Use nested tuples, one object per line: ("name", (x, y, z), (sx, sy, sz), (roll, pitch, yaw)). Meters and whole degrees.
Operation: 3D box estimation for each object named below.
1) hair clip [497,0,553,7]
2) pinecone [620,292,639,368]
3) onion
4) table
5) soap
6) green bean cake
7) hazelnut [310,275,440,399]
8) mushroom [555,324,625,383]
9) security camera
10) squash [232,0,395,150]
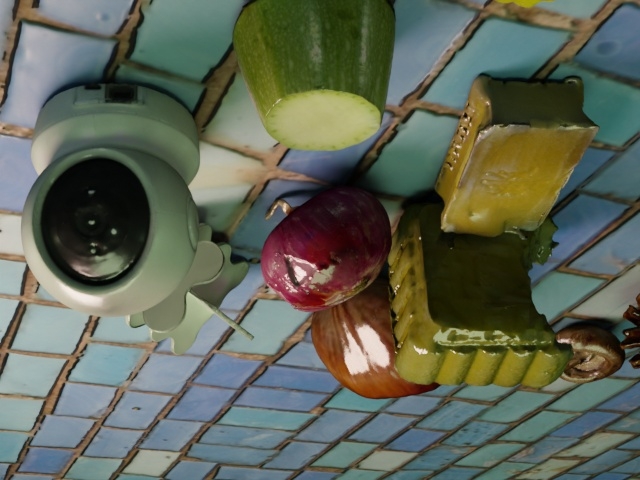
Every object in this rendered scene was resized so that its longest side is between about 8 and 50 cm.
("hair clip", (0.164, -0.259, 0.942), (0.173, 0.046, 0.072), (13, 150, -31))
("pinecone", (0.565, 0.151, 1.581), (0.208, 0.207, 0.207), (-3, 150, -2))
("onion", (0.007, 0.008, 1.279), (0.177, 0.153, 0.177), (-19, -178, 1))
("table", (-0.176, 0.069, 1.376), (0.166, 0.166, 0.198), (-11, 158, 12))
("soap", (0.224, -0.093, 1.205), (0.135, 0.076, 0.233), (0, 147, -8))
("green bean cake", (0.211, 0.064, 1.319), (0.233, 0.236, 0.124), (2, 149, -7))
("hazelnut", (0.098, 0.139, 1.514), (0.186, 0.210, 0.210), (-11, 160, -41))
("mushroom", (0.429, 0.192, 1.731), (0.171, 0.080, 0.135), (2, 137, -10))
("security camera", (-0.225, -0.029, 1.104), (0.195, 0.236, 0.194), (-2, 152, -1))
("squash", (-0.004, -0.169, 1.014), (0.170, 0.123, 0.170), (-2, 156, -1))
